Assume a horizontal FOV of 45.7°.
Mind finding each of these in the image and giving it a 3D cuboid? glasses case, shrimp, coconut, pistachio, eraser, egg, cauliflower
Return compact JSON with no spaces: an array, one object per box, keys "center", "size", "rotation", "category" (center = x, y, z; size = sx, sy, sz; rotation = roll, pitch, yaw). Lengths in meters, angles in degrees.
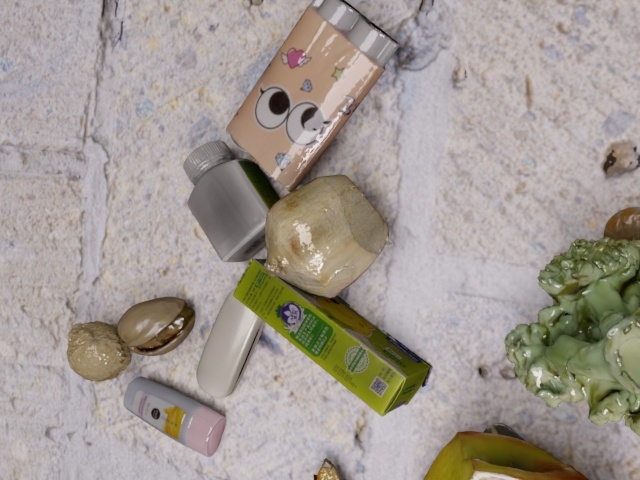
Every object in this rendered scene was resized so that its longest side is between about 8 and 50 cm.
[{"center":[-0.155,0.178,1.322],"size":[0.081,0.051,0.204],"rotation":[30,103,25],"category":"glasses case"},{"center":[0.463,0.012,1.021],"size":[0.162,0.045,0.095],"rotation":[21,99,23],"category":"shrimp"},{"center":[-0.002,-0.003,1.172],"size":[0.194,0.194,0.194],"rotation":[0,89,26],"category":"coconut"},{"center":[-0.296,0.154,1.371],"size":[0.149,0.113,0.113],"rotation":[-22,80,10],"category":"pistachio"},{"center":[-0.014,-0.243,1.237],"size":[0.171,0.087,0.290],"rotation":[44,108,19],"category":"eraser"},{"center":[-0.414,0.205,1.416],"size":[0.140,0.116,0.118],"rotation":[2,113,54],"category":"egg"},{"center":[0.387,0.140,0.938],"size":[0.327,0.281,0.260],"rotation":[-17,110,31],"category":"cauliflower"}]

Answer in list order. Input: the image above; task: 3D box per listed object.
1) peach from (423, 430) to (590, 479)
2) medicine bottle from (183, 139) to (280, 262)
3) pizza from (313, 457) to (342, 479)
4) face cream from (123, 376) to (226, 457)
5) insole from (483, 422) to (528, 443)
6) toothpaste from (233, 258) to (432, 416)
[{"center":[0.257,0.463,1.014],"size":[0.306,0.242,0.380],"rotation":[17,96,7],"category":"peach"},{"center":[-0.153,-0.073,1.304],"size":[0.132,0.088,0.188],"rotation":[-39,73,21],"category":"medicine bottle"},{"center":[0.025,0.449,1.224],"size":[0.154,0.069,0.194],"rotation":[-11,78,26],"category":"pizza"},{"center":[-0.266,0.315,1.373],"size":[0.198,0.057,0.084],"rotation":[20,99,26],"category":"face cream"},{"center":[0.335,0.362,1.100],"size":[0.248,0.011,0.081],"rotation":[40,105,21],"category":"insole"},{"center":[0.016,0.144,1.206],"size":[0.327,0.110,0.077],"rotation":[36,107,22],"category":"toothpaste"}]
